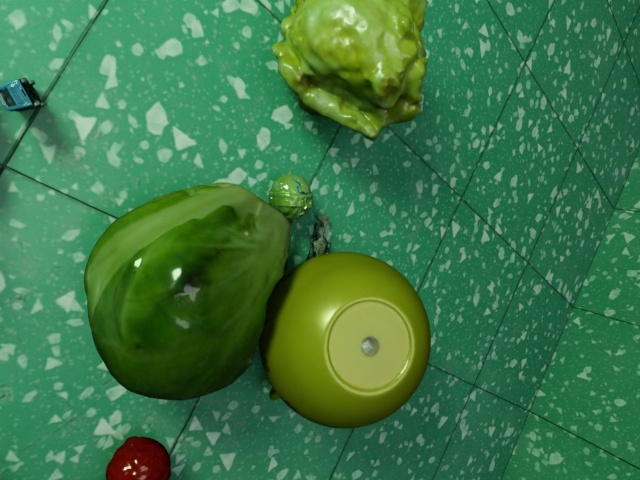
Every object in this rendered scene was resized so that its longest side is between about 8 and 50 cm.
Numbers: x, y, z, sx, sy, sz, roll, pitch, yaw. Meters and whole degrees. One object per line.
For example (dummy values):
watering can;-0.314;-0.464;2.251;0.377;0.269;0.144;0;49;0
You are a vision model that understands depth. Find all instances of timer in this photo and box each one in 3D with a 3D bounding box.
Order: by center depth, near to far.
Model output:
timer;0.033;0.197;0.867;0.377;0.387;0.375;2;80;-14

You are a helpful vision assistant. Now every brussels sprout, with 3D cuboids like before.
brussels sprout;-0.213;0.075;0.700;0.315;0.276;0.370;28;83;-39

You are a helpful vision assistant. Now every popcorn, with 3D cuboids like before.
popcorn;0.073;-0.360;0.809;0.313;0.312;0.311;-8;105;-33

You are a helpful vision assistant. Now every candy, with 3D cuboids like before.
candy;-0.079;0.021;0.915;0.093;0.092;0.335;-32;133;-67

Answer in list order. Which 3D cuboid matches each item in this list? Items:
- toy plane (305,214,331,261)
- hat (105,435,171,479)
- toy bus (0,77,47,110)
toy plane;0.000;0.000;0.984;0.049;0.031;0.120;15;94;-28
hat;-0.366;0.535;0.760;0.274;0.243;0.331;24;62;-58
toy bus;-0.434;-0.208;0.602;0.046;0.083;0.038;-26;115;-16
